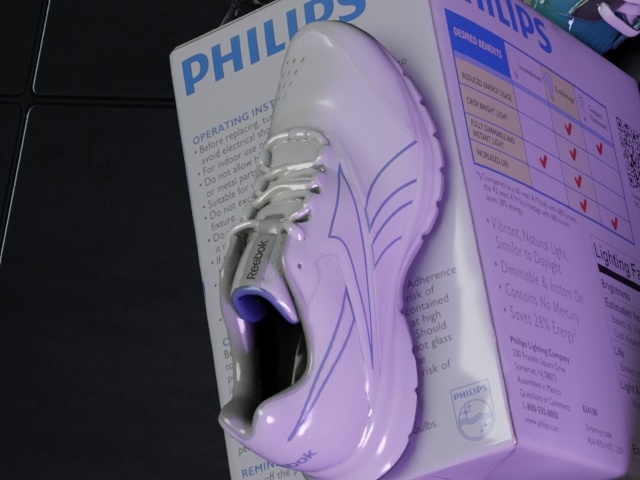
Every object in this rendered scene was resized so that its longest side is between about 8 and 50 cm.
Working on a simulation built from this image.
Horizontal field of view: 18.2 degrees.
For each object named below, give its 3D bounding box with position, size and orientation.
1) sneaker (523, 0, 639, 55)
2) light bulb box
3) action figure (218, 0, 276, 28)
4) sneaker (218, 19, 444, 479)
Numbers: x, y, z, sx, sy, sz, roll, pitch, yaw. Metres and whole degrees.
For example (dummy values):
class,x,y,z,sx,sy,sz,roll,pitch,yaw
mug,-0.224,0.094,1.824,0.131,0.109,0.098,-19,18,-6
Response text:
class,x,y,z,sx,sy,sz,roll,pitch,yaw
sneaker,0.276,-0.236,1.540,0.302,0.108,0.121,-52,51,12
light bulb box,0.099,0.030,1.445,0.225,0.358,0.361,-21,66,28
action figure,-0.019,-0.286,1.747,0.164,0.141,0.276,43,101,33
sneaker,0.000,0.000,1.220,0.111,0.129,0.297,-10,71,33
